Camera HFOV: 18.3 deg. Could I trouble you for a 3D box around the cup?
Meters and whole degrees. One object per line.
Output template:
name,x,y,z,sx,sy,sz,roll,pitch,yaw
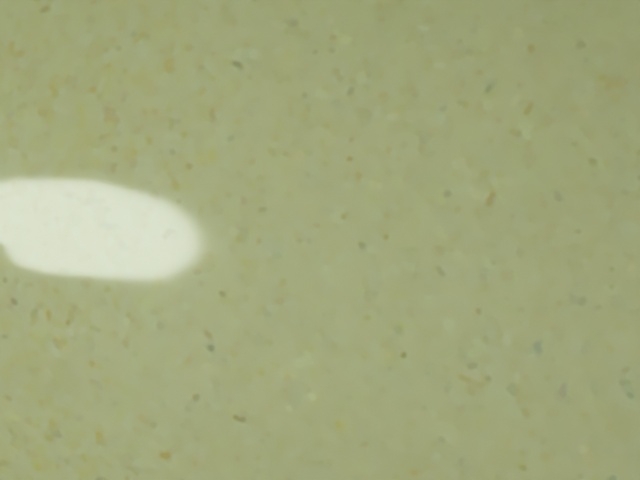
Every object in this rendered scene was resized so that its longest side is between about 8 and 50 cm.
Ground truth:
cup,0.000,0.000,0.544,0.237,0.331,0.331,7,119,-17
